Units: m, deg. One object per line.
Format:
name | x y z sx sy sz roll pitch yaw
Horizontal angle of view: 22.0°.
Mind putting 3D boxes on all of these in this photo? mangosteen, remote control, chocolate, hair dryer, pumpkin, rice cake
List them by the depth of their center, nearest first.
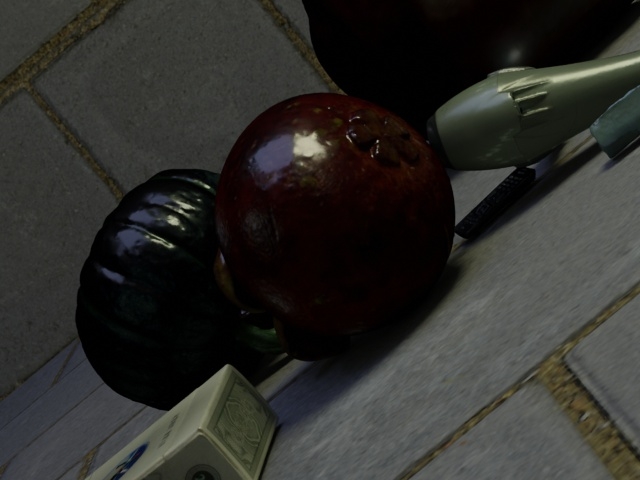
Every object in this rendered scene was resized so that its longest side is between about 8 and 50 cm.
rice cake | 0.297 -0.129 1.324 0.180 0.042 0.030 -38 -19 16
mangosteen | 0.000 0.000 1.429 0.215 0.215 0.257 -49 -9 -52
hair dryer | 0.233 -0.121 1.474 0.219 0.088 0.225 -18 -6 38
remote control | 0.160 -0.033 1.495 0.091 0.016 0.034 -42 23 -13
pumpkin | -0.110 0.061 1.644 0.248 0.248 0.248 -39 7 6
chocolate | 0.151 -0.280 1.910 0.331 0.384 0.383 -55 10 -9

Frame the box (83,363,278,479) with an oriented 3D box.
box | -0.158 0.224 1.348 0.256 0.069 0.164 -39 7 13
